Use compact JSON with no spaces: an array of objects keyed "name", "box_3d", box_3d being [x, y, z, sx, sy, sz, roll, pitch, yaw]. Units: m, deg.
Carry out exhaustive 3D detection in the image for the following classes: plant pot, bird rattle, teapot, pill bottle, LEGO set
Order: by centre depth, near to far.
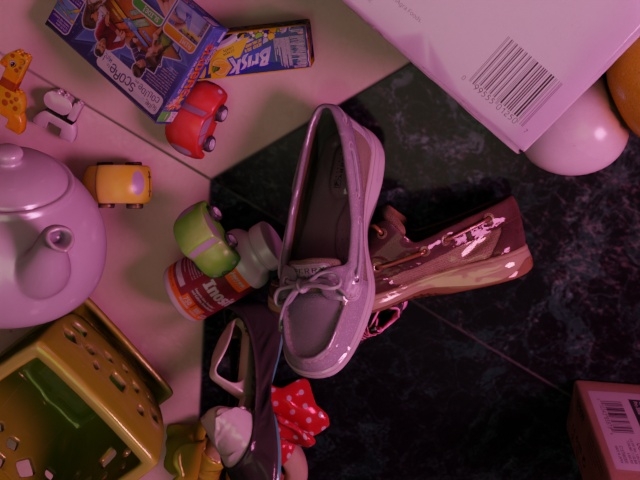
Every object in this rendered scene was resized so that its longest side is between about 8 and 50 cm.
[{"name":"teapot","box_3d":[-0.377,-0.033,1.079,0.256,0.252,0.187,12,123,3]},{"name":"LEGO set","box_3d":[-0.395,-0.207,1.102,0.227,0.087,0.093,30,111,-9]},{"name":"pill bottle","box_3d":[-0.124,0.038,1.183,0.152,0.086,0.086,-30,107,15]},{"name":"plant pot","box_3d":[-0.346,0.221,1.211,0.228,0.207,0.227,-35,105,17]},{"name":"bird rattle","box_3d":[-0.101,0.313,1.303,0.253,0.143,0.207,-23,121,-1]}]

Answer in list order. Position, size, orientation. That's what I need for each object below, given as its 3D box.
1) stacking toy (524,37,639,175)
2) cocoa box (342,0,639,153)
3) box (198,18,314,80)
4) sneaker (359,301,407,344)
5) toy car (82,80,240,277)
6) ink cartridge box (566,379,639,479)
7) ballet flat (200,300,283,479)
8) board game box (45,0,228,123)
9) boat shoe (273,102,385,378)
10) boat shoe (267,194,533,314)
[{"name":"stacking toy","box_3d":[0.428,-0.207,0.954,0.480,0.350,0.351,-23,110,28]},{"name":"cocoa box","box_3d":[0.152,-0.308,0.943,0.347,0.228,0.231,38,110,-11]},{"name":"box","box_3d":[-0.095,-0.229,1.085,0.168,0.059,0.054,-4,110,6]},{"name":"sneaker","box_3d":[0.067,0.113,1.217,0.119,0.057,0.047,-41,106,19]},{"name":"toy car","box_3d":[-0.177,-0.054,1.124,0.239,0.053,0.225,-35,82,17]},{"name":"ink cartridge box","box_3d":[0.438,0.281,1.162,0.193,0.235,0.088,3,113,2]},{"name":"ballet flat","box_3d":[-0.105,0.208,1.168,0.096,0.280,0.095,19,145,-29]},{"name":"board game box","box_3d":[-0.220,-0.251,1.055,0.201,0.035,0.136,42,111,14]},{"name":"boat shoe","box_3d":[0.002,-0.001,1.057,0.118,0.103,0.320,2,71,31]},{"name":"boat shoe","box_3d":[0.092,0.013,1.148,0.342,0.123,0.123,-11,100,7]}]
